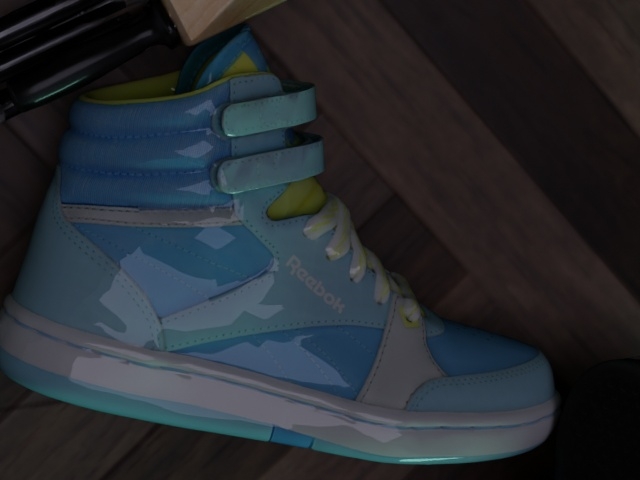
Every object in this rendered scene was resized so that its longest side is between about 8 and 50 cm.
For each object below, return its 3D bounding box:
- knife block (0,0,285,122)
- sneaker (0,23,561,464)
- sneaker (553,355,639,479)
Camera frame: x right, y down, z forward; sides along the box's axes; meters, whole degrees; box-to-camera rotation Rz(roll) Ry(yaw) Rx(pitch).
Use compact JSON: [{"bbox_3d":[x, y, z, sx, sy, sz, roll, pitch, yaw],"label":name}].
[{"bbox_3d":[-0.053,-0.147,0.814,0.276,0.088,0.242,18,95,-17],"label":"knife block"},{"bbox_3d":[0.000,0.000,0.833,0.319,0.127,0.208,10,97,-17],"label":"sneaker"},{"bbox_3d":[0.167,0.195,0.903,0.145,0.090,0.270,5,106,-57],"label":"sneaker"}]
